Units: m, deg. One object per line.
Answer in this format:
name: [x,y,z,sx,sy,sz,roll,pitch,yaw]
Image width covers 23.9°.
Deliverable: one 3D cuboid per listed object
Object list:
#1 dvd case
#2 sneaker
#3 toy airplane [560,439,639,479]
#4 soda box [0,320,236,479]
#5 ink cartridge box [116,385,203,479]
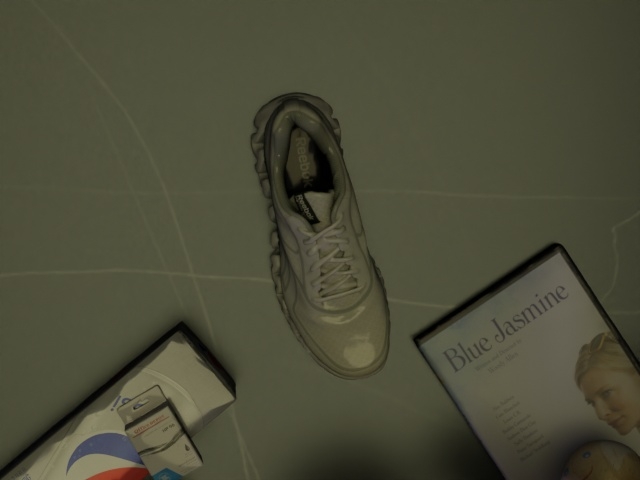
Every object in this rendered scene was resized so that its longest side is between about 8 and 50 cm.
dvd case: [0.237,0.154,1.540,0.180,0.022,0.253,-34,94,-1]
sneaker: [0.000,0.000,1.473,0.110,0.118,0.292,-17,95,-4]
toy airplane: [0.331,0.309,1.441,0.386,0.384,0.272,-18,55,-10]
soda box: [-0.217,0.206,1.480,0.286,0.098,0.091,-40,95,-1]
ink cartridge box: [-0.151,0.184,1.418,0.048,0.028,0.083,-31,98,-3]
